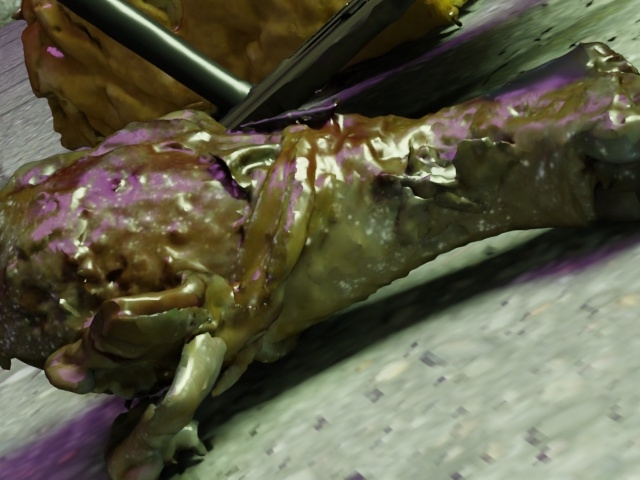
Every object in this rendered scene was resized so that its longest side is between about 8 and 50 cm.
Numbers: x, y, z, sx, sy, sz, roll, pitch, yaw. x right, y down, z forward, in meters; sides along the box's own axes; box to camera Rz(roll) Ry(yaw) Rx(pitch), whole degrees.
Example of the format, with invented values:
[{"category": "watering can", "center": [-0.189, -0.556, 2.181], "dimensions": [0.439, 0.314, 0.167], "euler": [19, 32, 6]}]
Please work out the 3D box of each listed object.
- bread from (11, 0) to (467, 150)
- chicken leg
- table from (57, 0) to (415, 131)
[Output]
[{"category": "bread", "center": [-0.050, -0.147, 0.863], "dimensions": [0.261, 0.147, 0.160], "euler": [-14, 23, 41]}, {"category": "chicken leg", "center": [-0.002, -0.003, 0.457], "dimensions": [0.196, 0.080, 0.125], "euler": [-22, 24, -7]}, {"category": "table", "center": [-0.053, -0.184, 0.597], "dimensions": [0.317, 0.249, 0.317], "euler": [-42, 7, 6]}]
